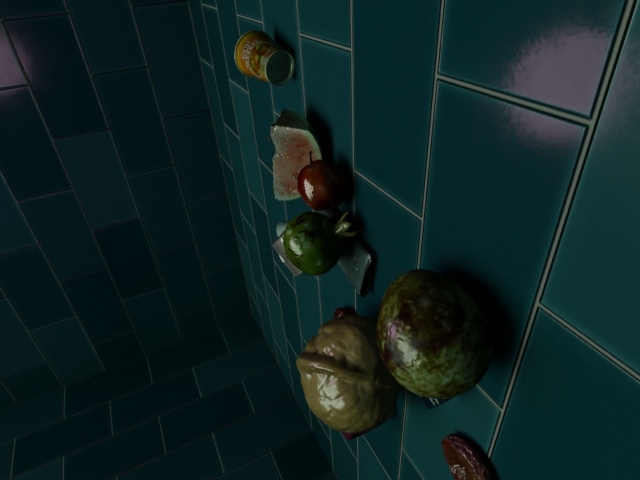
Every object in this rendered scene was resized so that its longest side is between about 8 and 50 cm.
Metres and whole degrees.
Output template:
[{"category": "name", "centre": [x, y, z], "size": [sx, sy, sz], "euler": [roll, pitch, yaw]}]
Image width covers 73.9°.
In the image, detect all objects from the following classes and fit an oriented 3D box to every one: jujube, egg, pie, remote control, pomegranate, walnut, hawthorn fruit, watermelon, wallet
[{"category": "jujube", "centre": [0.088, 0.297, 1.644], "size": [0.129, 0.077, 0.077], "euler": [157, 94, -75]}, {"category": "egg", "centre": [0.235, 0.189, 0.916], "size": [0.238, 0.238, 0.290], "euler": [99, 160, -52]}, {"category": "pie", "centre": [0.392, 0.604, 1.132], "size": [0.182, 0.049, 0.182], "euler": [55, 159, 33]}, {"category": "remote control", "centre": [-0.157, -0.033, 2.041], "size": [0.293, 0.051, 0.103], "euler": [5, 111, 68]}, {"category": "pomegranate", "centre": [0.000, 0.000, 1.362], "size": [0.211, 0.263, 0.211], "euler": [52, -154, -38]}, {"category": "walnut", "centre": [0.096, 0.417, 1.359], "size": [0.381, 0.381, 0.381], "euler": [53, 153, 42]}, {"category": "hawthorn fruit", "centre": [0.001, -0.188, 1.324], "size": [0.194, 0.157, 0.157], "euler": [66, 160, 2]}, {"category": "watermelon", "centre": [-0.088, -0.275, 1.449], "size": [0.305, 0.180, 0.224], "euler": [94, 153, -42]}, {"category": "wallet", "centre": [0.070, 0.004, 1.469], "size": [0.379, 0.046, 0.191], "euler": [-125, 28, -42]}]

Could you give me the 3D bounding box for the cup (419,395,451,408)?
[{"category": "cup", "centre": [0.285, 0.336, 1.103], "size": [0.155, 0.131, 0.176], "euler": [60, -173, 20]}]

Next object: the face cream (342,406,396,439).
[{"category": "face cream", "centre": [0.152, 0.607, 1.560], "size": [0.175, 0.194, 0.175], "euler": [163, 90, -70]}]

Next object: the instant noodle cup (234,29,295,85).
[{"category": "instant noodle cup", "centre": [-0.182, -0.618, 1.468], "size": [0.185, 0.168, 0.168], "euler": [45, 148, 38]}]

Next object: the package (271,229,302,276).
[{"category": "package", "centre": [-0.124, 0.053, 1.952], "size": [0.204, 0.062, 0.251], "euler": [54, 149, 1]}]
